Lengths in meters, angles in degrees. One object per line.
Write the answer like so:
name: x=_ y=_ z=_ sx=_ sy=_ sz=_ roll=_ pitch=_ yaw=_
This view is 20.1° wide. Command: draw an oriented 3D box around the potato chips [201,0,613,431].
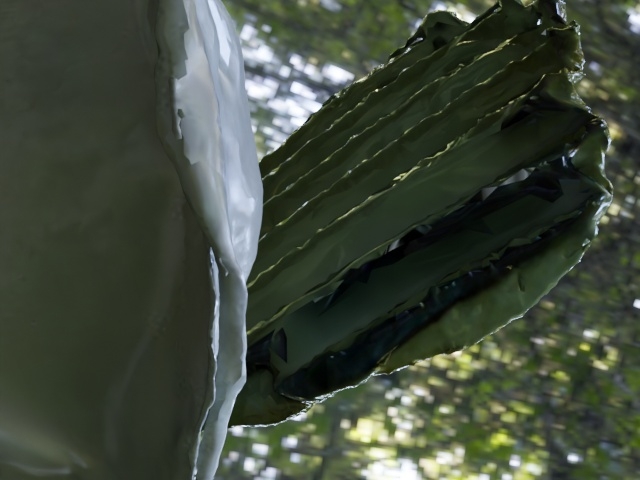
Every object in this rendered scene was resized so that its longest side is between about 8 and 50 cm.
potato chips: x=0.000 y=0.000 z=1.154 sx=0.429 sy=0.070 sz=0.358 roll=-37 pitch=-156 yaw=7

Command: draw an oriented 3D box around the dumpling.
dumpling: x=-0.098 y=-0.036 z=0.756 sx=0.260 sy=0.181 sz=0.341 roll=-13 pitch=-127 yaw=57
